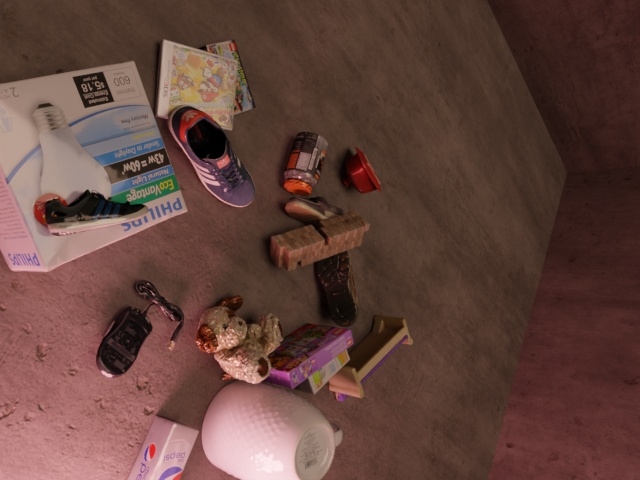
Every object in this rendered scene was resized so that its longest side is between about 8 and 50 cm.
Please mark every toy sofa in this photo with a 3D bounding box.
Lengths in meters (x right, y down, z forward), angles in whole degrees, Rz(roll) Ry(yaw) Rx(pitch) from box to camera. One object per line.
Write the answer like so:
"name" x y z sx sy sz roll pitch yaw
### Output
"toy sofa" 0.190 0.445 2.007 0.363 0.150 0.177 -34 112 -41

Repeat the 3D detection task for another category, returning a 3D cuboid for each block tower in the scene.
"block tower" 0.000 0.000 1.774 0.336 0.091 0.097 -20 140 -29

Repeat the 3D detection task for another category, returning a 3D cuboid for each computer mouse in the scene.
"computer mouse" -0.464 0.251 1.389 0.184 0.060 0.262 45 47 -32

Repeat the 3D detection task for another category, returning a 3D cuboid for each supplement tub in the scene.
"supplement tub" -0.051 -0.252 1.779 0.117 0.117 0.190 30 69 -42

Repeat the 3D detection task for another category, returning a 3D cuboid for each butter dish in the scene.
"butter dish" 0.139 -0.239 1.988 0.160 0.118 0.160 53 13 -31

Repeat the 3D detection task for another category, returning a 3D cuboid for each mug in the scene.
"mug" -0.099 0.568 1.572 0.374 0.328 0.276 11 82 -46

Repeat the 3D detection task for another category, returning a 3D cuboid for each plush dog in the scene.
"plush dog" -0.257 0.285 1.549 0.225 0.211 0.262 54 24 -15

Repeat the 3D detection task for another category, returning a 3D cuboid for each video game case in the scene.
"video game case" -0.342 -0.428 1.503 0.227 0.026 0.206 4 92 -38

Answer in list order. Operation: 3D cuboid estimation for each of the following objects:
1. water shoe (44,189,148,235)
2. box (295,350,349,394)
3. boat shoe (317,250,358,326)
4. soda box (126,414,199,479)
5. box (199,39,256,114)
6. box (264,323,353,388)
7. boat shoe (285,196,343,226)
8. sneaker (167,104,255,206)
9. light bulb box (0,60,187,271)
"water shoe" -0.440 -0.065 1.075 0.203 0.073 0.080 -18 101 -45
"box" -0.010 0.409 1.829 0.203 0.103 0.114 -34 114 -41
"boat shoe" 0.065 0.143 1.917 0.120 0.123 0.323 4 78 -79
"soda box" -0.429 0.612 1.393 0.091 0.098 0.286 39 62 -39
"box" -0.274 -0.481 1.603 0.114 0.036 0.206 -33 113 -42
"box" -0.063 0.356 1.703 0.293 0.201 0.057 -26 109 -44
"boat shoe" -0.014 -0.105 1.835 0.285 0.103 0.092 21 69 -48
"sneaker" -0.279 -0.214 1.489 0.131 0.148 0.350 -48 128 -12
"light bulb box" -0.545 -0.163 1.181 0.358 0.225 0.360 -31 111 -42
